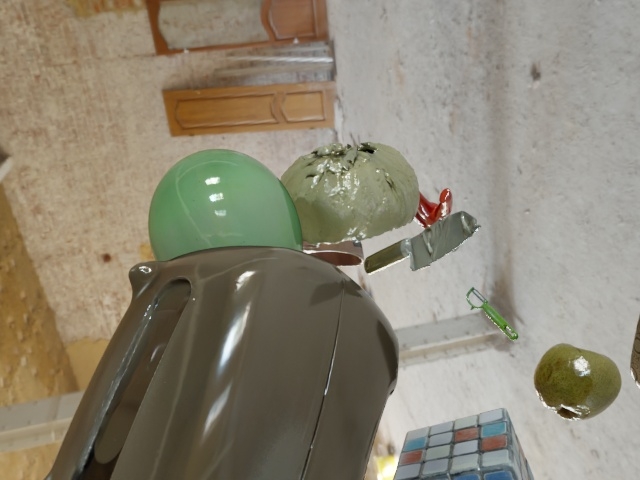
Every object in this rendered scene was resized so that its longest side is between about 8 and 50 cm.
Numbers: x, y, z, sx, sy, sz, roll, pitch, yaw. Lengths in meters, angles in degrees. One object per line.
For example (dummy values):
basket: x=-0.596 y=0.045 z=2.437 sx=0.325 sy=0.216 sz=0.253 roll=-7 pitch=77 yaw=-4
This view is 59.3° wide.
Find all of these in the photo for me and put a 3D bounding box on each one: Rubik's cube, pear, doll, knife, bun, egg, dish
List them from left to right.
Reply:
egg: x=-0.138 y=-0.007 z=0.837 sx=0.220 sy=0.220 sz=0.270 roll=105 pitch=141 yaw=-71
dish: x=0.000 y=0.000 z=1.271 sx=0.213 sy=0.213 sz=0.091 roll=116 pitch=158 yaw=-76
bun: x=0.046 y=-0.099 z=1.005 sx=0.259 sy=0.259 sz=0.152 roll=-122 pitch=17 yaw=-69
knife: x=0.108 y=0.013 z=0.648 sx=0.298 sy=0.017 sz=0.047 roll=142 pitch=134 yaw=-69
doll: x=0.370 y=-0.066 z=1.773 sx=0.099 sy=0.188 sz=0.384 roll=-64 pitch=-34 yaw=-13
Rubik's cube: x=0.324 y=0.550 z=1.207 sx=0.257 sy=0.258 sz=0.253 roll=70 pitch=-162 yaw=-2
knife: x=0.466 y=0.208 z=1.549 sx=0.015 sy=0.054 sz=0.212 roll=35 pitch=-169 yaw=-39
pear: x=0.748 y=0.420 z=1.650 sx=0.228 sy=0.212 sz=0.188 roll=13 pitch=162 yaw=42

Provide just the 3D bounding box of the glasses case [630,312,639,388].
glasses case: x=0.705 y=0.176 z=1.111 sx=0.137 sy=0.085 sz=0.355 roll=36 pitch=137 yaw=52

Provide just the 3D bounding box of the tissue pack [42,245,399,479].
tissue pack: x=-0.098 y=0.194 z=0.578 sx=0.276 sy=0.267 sz=0.388 roll=38 pitch=-120 yaw=-37
